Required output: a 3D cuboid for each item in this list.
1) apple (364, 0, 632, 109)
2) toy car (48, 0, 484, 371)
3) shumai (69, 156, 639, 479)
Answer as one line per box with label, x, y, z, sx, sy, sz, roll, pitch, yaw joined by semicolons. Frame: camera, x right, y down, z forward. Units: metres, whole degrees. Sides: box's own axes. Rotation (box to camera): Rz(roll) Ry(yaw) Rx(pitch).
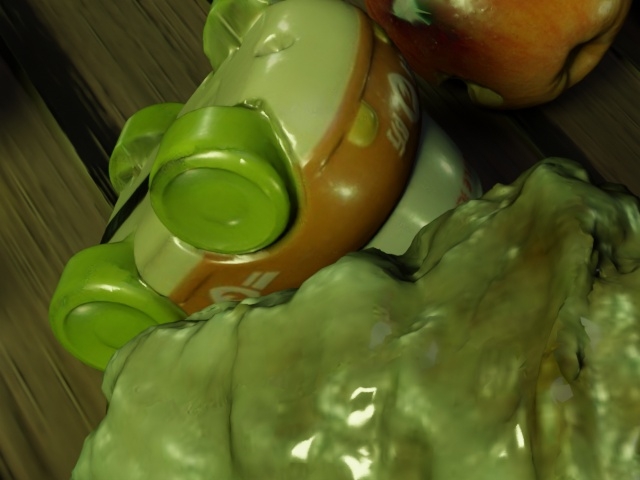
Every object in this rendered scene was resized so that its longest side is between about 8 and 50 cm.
apple;0.133;-0.186;0.846;0.199;0.199;0.199;12;46;-13
toy car;0.000;0.000;0.596;0.235;0.235;0.145;18;46;-7
shumai;0.019;0.131;0.448;0.263;0.309;0.304;-6;24;15
